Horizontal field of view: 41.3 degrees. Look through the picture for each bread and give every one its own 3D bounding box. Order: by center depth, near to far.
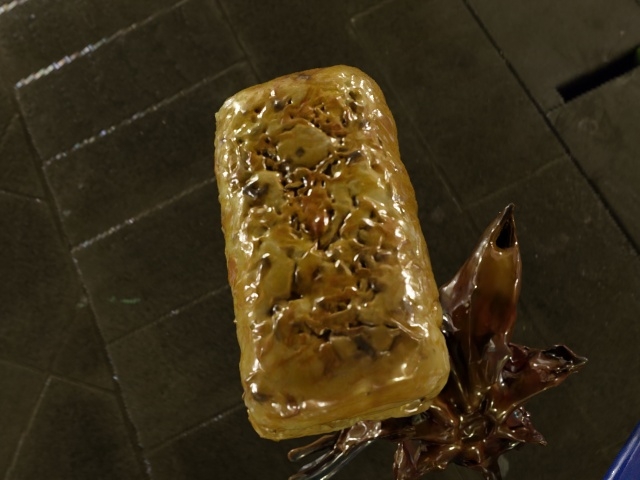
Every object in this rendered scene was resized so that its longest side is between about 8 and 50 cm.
[{"bbox_3d":[0.000,0.000,0.470,0.114,0.083,0.211,-14,60,2],"label":"bread"}]

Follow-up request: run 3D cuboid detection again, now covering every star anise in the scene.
[{"bbox_3d":[0.072,0.124,0.725,0.237,0.346,0.148,28,33,-12],"label":"star anise"}]

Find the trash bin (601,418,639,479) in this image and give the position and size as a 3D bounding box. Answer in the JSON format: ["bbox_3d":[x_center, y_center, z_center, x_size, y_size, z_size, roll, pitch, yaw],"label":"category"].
[{"bbox_3d":[0.218,0.145,0.434,0.234,0.162,0.184,-44,33,-19],"label":"trash bin"}]
